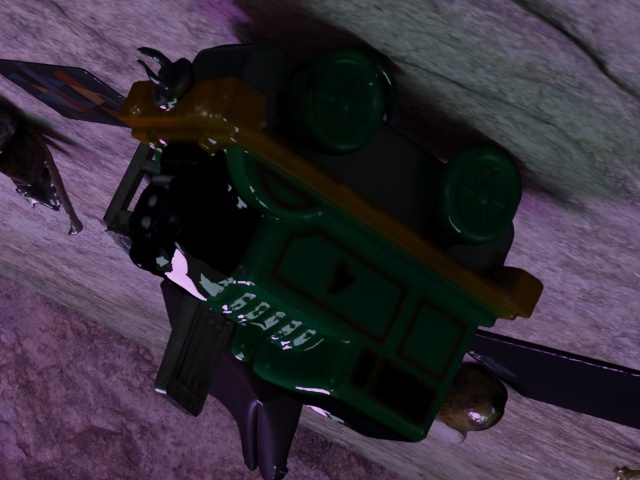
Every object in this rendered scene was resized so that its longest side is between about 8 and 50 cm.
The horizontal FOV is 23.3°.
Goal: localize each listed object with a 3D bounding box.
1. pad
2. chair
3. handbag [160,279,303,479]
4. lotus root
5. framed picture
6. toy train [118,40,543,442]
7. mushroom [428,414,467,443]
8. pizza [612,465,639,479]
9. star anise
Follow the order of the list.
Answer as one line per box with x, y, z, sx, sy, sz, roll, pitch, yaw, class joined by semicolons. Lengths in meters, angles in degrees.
-0.270;-0.159;1.699;0.211;0.003;0.143;11;162;47;pad
-0.153;0.025;1.617;0.147;0.270;0.136;20;168;17;chair
-0.120;0.189;2.245;0.285;0.113;0.257;48;151;33;handbag
0.209;0.222;2.175;0.080;0.089;0.179;17;170;-14;lotus root
0.328;0.184;1.962;0.338;0.014;0.255;12;162;45;framed picture
0.000;0.000;1.250;0.429;0.249;0.178;32;166;-32;toy train
0.155;0.283;2.612;0.209;0.071;0.084;26;136;-21;mushroom
0.556;0.373;2.198;0.287;0.075;0.280;25;164;10;pizza
-0.392;-0.111;1.957;0.262;0.081;0.230;35;168;4;star anise
